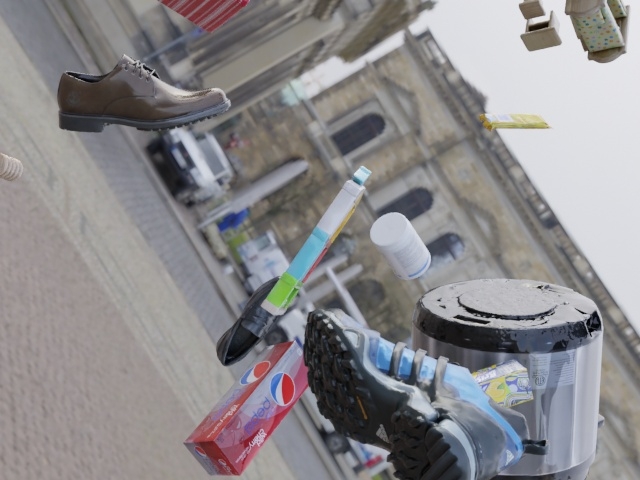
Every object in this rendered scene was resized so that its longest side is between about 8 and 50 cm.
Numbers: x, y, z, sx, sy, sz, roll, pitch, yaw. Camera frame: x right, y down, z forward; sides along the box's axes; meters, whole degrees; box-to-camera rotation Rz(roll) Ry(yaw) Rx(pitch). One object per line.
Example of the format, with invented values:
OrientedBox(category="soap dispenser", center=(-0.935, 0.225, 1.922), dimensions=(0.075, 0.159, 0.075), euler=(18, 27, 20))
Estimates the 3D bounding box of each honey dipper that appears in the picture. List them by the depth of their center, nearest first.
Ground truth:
OrientedBox(category="honey dipper", center=(-0.413, -0.100, 1.091), dimensions=(0.030, 0.030, 0.160), euler=(59, 10, 16))

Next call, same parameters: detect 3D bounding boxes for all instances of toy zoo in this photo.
OrientedBox(category="toy zoo", center=(0.000, 0.000, 1.571), dimensions=(0.030, 0.293, 0.192), euler=(34, -3, 4))

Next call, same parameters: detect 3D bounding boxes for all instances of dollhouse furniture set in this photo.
OrientedBox(category="dollhouse furniture set", center=(0.345, -0.345, 1.341), dimensions=(0.182, 0.161, 0.101), euler=(43, 51, -43))

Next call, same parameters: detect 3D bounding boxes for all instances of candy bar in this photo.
OrientedBox(category="candy bar", center=(0.347, -0.210, 1.621), dimensions=(0.040, 0.161, 0.018), euler=(59, -40, 34))

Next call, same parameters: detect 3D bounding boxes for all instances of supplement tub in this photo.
OrientedBox(category="supplement tub", center=(0.134, 0.011, 1.531), dimensions=(0.107, 0.071, 0.071), euler=(53, 3, -45))

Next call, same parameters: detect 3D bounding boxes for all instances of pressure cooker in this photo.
OrientedBox(category="pressure cooker", center=(0.351, 0.312, 1.784), dimensions=(0.375, 0.369, 0.421), euler=(-30, 121, -64))

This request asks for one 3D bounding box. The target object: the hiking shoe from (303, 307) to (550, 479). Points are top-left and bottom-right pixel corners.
OrientedBox(category="hiking shoe", center=(0.090, 0.165, 0.978), dimensions=(0.304, 0.132, 0.113), euler=(40, -52, 47))

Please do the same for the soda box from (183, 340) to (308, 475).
OrientedBox(category="soda box", center=(-0.118, 0.294, 1.621), dimensions=(0.092, 0.263, 0.083), euler=(-16, -66, 45))

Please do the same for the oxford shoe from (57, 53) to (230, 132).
OrientedBox(category="oxford shoe", center=(-0.231, -0.193, 1.194), dimensions=(0.083, 0.227, 0.096), euler=(-100, -170, -71))

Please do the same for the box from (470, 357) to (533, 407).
OrientedBox(category="box", center=(0.260, 0.254, 1.517), dimensions=(0.054, 0.168, 0.059), euler=(-130, -156, -75))

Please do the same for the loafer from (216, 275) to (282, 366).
OrientedBox(category="loafer", center=(-0.132, 0.170, 1.881), dimensions=(0.076, 0.223, 0.078), euler=(36, 12, -21))

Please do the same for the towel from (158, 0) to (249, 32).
OrientedBox(category="towel", center=(-0.282, -0.493, 1.705), dimensions=(0.275, 0.031, 0.199), euler=(29, -16, -22))
